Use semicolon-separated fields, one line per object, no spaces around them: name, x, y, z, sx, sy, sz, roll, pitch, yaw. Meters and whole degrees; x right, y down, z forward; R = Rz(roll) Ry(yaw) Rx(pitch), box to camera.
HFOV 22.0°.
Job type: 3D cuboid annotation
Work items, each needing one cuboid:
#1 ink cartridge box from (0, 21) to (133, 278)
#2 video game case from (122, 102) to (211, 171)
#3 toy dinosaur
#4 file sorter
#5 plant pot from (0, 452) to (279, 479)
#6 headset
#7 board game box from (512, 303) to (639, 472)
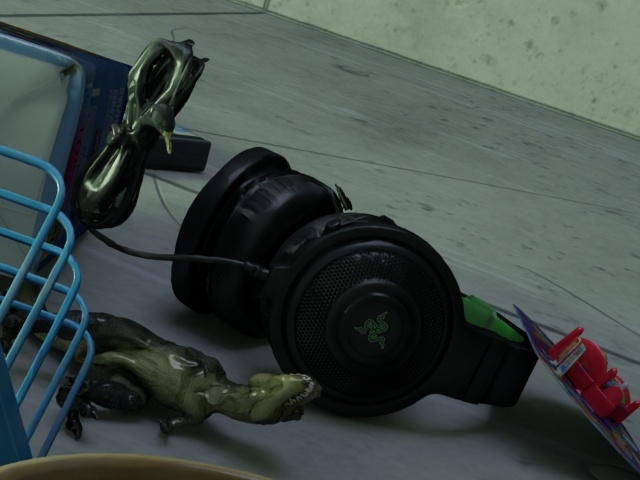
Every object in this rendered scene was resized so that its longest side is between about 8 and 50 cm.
ink cartridge box;-0.289;-0.098;1.194;0.270;0.151;0.395;17;4;-3
video game case;-0.286;-0.132;1.626;0.275;0.035;0.248;3;20;-43
toy dinosaur;-0.130;0.070;0.998;0.268;0.064;0.118;20;11;34
file sorter;-0.180;0.034;0.796;0.118;0.104;0.170;19;-30;9
plant pot;-0.039;0.175;0.583;0.237;0.109;0.237;16;14;-4
headset;0.000;0.000;1.138;0.394;0.185;0.243;19;9;-42
board game box;0.197;0.098;1.159;0.133;0.033;0.168;47;10;-12
